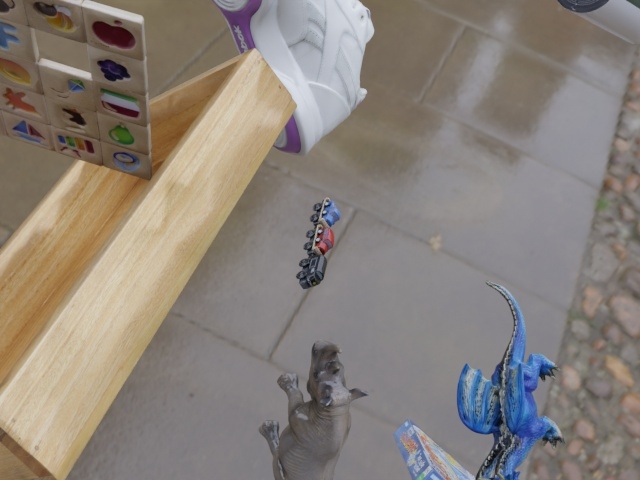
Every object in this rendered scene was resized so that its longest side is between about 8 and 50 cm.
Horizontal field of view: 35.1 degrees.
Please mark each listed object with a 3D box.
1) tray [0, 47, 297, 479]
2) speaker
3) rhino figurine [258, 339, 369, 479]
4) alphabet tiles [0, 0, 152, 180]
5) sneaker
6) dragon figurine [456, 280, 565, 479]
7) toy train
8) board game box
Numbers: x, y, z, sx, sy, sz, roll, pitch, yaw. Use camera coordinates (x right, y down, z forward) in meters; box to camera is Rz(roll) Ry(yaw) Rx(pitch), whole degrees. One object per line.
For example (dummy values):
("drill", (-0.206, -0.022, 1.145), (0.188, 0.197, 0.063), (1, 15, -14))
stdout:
("tray", (-0.180, 0.017, 0.799), (0.076, 0.203, 0.411), (52, 41, -23))
("speaker", (0.229, -0.188, 0.779), (0.055, 0.055, 0.136), (47, 24, 27))
("rhino figurine", (-0.005, 0.196, 1.111), (0.073, 0.243, 0.106), (-5, 47, -24))
("alphabet tiles", (-0.234, -0.127, 0.715), (0.237, 0.198, 0.009), (18, 63, 1))
("sneaker", (-0.028, -0.243, 1.028), (0.152, 0.305, 0.114), (-35, 42, -26))
("dragon figurine", (0.220, 0.188, 1.210), (0.144, 0.085, 0.289), (5, 80, -53))
("toy train", (0.000, 0.000, 1.298), (0.036, 0.027, 0.158), (-15, 38, 25))
("board game box", (0.171, 0.328, 1.374), (0.136, 0.035, 0.201), (42, 4, -9))
